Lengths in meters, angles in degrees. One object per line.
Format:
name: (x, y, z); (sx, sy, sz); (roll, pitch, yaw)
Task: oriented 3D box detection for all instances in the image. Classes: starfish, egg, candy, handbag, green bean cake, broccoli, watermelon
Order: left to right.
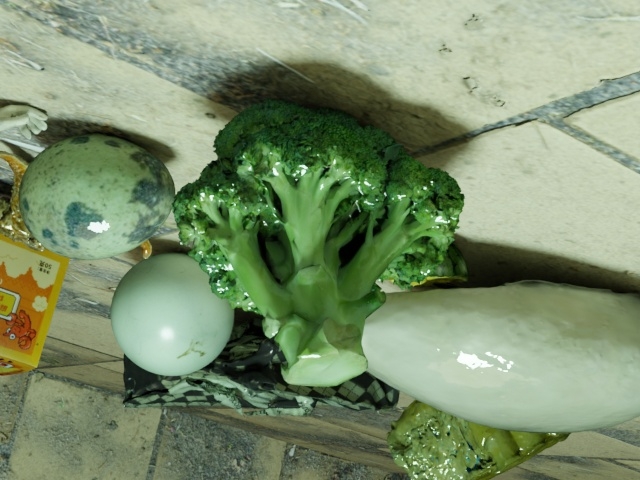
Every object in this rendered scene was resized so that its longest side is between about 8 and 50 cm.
starfish: (-0.431, -0.037, 1.448); (0.293, 0.084, 0.301); (1, 164, 31)
egg: (-0.248, -0.049, 1.186); (0.181, 0.141, 0.141); (-3, 159, 19)
egg: (-0.220, 0.112, 1.605); (0.182, 0.183, 0.264); (12, 171, 1)
handbag: (-0.112, 0.217, 1.828); (0.416, 0.180, 0.316); (-6, 170, 41)
broccoli: (0.000, 0.000, 0.966); (0.269, 0.270, 0.270); (-3, 144, -3)
watermelon: (0.124, 0.024, 1.269); (0.105, 0.062, 0.105); (-1, 180, 0)
green bean cake: (0.246, 0.289, 1.733); (0.285, 0.202, 0.310); (-27, 164, -6)
candy: (0.230, 0.147, 1.366); (0.426, 0.186, 0.386); (13, 170, -19)

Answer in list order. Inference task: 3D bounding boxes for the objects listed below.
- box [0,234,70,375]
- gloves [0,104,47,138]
box: (-0.616, 0.084, 1.754); (0.283, 0.214, 0.259); (24, 162, -34)
gloves: (-0.336, -0.129, 1.149); (0.080, 0.037, 0.044); (5, -169, -10)
